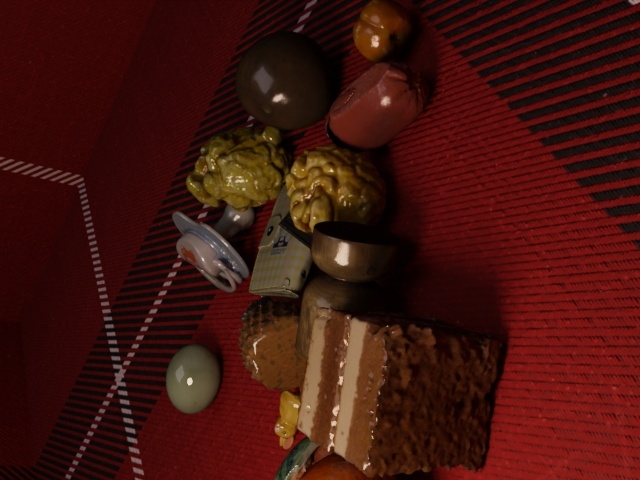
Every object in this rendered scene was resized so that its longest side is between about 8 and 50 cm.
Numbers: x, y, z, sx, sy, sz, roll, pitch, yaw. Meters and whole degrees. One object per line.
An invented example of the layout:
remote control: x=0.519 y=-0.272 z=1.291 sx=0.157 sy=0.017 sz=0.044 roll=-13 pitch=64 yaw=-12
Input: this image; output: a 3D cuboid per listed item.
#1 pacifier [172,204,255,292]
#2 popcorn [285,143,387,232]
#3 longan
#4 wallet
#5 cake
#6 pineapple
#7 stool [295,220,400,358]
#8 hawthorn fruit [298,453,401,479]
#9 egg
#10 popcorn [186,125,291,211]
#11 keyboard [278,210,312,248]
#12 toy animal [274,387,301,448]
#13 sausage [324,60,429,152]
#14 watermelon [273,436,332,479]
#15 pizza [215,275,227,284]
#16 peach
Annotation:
pacifier: x=-0.265 y=-0.013 z=2.377 sx=0.299 sy=0.244 sz=0.233 roll=25 pitch=70 yaw=45
popcorn: x=0.028 y=-0.099 z=1.874 sx=0.200 sy=0.203 sz=0.226 roll=-22 pitch=103 yaw=47
longan: x=-0.087 y=-0.391 z=2.136 sx=0.258 sy=0.258 sz=0.258 roll=-27 pitch=57 yaw=52
wallet: x=-0.064 y=-0.011 z=2.054 sx=0.223 sy=0.077 sz=0.309 roll=-3 pitch=60 yaw=53
cake: x=0.132 y=0.268 z=1.558 sx=0.290 sy=0.256 sz=0.282 roll=2 pitch=83 yaw=62
pineapple: x=-0.111 y=0.211 z=2.029 sx=0.362 sy=0.202 sz=0.202 roll=-137 pitch=64 yaw=-67
stool: x=0.053 y=0.109 z=1.761 sx=0.179 sy=0.179 sz=0.264 roll=32 pitch=116 yaw=57
hawthorn fruit: x=0.050 y=0.528 z=1.579 sx=0.284 sy=0.284 sz=0.284 roll=-27 pitch=57 yaw=52
egg: x=-0.349 y=0.379 z=2.367 sx=0.149 sy=0.149 sz=0.192 roll=-2 pitch=79 yaw=58
popcorn: x=-0.206 y=-0.194 z=2.283 sx=0.250 sy=0.235 sz=0.241 roll=-13 pitch=49 yaw=43
keyboard: x=0.000 y=0.000 z=1.944 sx=0.202 sy=0.011 sz=0.067 roll=37 pitch=75 yaw=16
toy animal: x=-0.070 y=0.421 z=1.996 sx=0.083 sy=0.070 sz=0.159 roll=50 pitch=126 yaw=50
sausage: x=0.117 y=-0.286 z=1.867 sx=0.280 sy=0.152 sz=0.152 roll=-32 pitch=53 yaw=50
watermelon: x=-0.014 y=0.497 z=1.775 sx=0.176 sy=0.260 sz=0.256 roll=46 pitch=136 yaw=39
pizza: x=-0.293 y=0.076 z=2.506 sx=0.108 sy=0.026 sz=0.123 roll=-63 pitch=34 yaw=18
peach: x=0.137 y=-0.468 z=1.923 sx=0.138 sy=0.138 sz=0.138 roll=-27 pitch=57 yaw=52
